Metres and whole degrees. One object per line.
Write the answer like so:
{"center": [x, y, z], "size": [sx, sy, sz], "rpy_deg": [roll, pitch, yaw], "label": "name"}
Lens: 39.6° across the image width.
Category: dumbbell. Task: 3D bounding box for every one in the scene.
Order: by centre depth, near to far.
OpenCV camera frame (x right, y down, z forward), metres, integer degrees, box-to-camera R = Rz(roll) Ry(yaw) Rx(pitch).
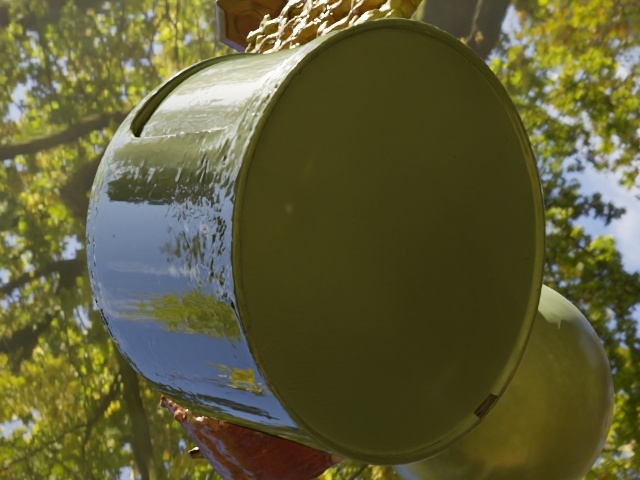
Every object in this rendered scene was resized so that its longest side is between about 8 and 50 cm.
{"center": [-0.076, -0.303, 1.079], "size": [0.092, 0.082, 0.230], "rpy_deg": [24, -149, -16], "label": "dumbbell"}

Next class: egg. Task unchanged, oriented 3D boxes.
{"center": [0.185, 0.163, 0.971], "size": [0.259, 0.258, 0.352], "rpy_deg": [25, -165, 7], "label": "egg"}

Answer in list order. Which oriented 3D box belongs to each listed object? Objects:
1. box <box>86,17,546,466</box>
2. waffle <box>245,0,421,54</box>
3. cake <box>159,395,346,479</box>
{"center": [0.000, 0.000, 0.504], "size": [0.226, 0.149, 0.226], "rpy_deg": [-1, -88, -42], "label": "box"}
{"center": [-0.002, -0.172, 0.765], "size": [0.052, 0.245, 0.254], "rpy_deg": [41, -100, -27], "label": "waffle"}
{"center": [-0.009, 0.097, 0.795], "size": [0.283, 0.151, 0.177], "rpy_deg": [-29, -135, -4], "label": "cake"}
